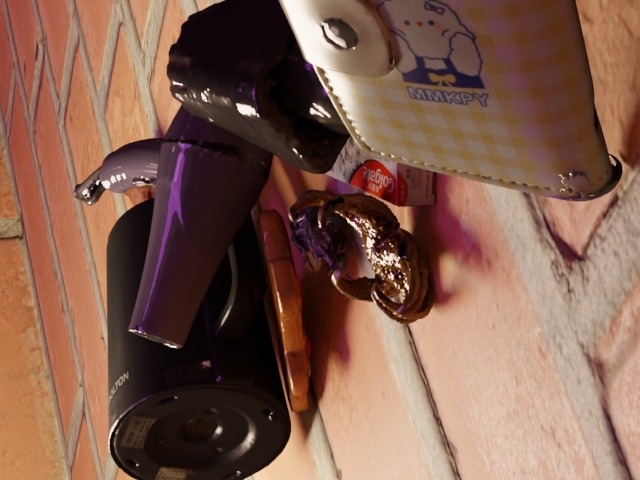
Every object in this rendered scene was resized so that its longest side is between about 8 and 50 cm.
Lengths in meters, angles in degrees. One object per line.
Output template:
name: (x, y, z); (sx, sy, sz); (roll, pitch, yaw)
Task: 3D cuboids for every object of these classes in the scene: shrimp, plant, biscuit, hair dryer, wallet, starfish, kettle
shrimp: (0.000, 0.000, 1.702); (0.165, 0.057, 0.065); (-104, 34, -54)
plant: (-0.020, -0.156, 1.524); (0.256, 0.142, 0.164); (8, 63, 41)
biscuit: (-0.031, 0.088, 1.782); (0.165, 0.036, 0.250); (-104, 6, -47)
hair dryer: (-0.191, -0.040, 1.871); (0.361, 0.121, 0.301); (4, 73, 59)
wallet: (0.070, -0.159, 1.096); (0.077, 0.223, 0.309); (-62, -33, -34)
starfish: (0.046, 0.011, 1.488); (0.146, 0.074, 0.190); (62, 168, -21)
kettle: (-0.156, 0.089, 1.906); (0.262, 0.203, 0.308); (81, 178, -49)

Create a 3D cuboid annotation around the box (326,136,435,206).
box: (0.049, -0.075, 1.564); (0.218, 0.040, 0.055); (-148, 58, -67)

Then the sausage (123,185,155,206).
sausage: (-0.223, -0.047, 2.305); (0.326, 0.079, 0.087); (-129, 40, -56)
